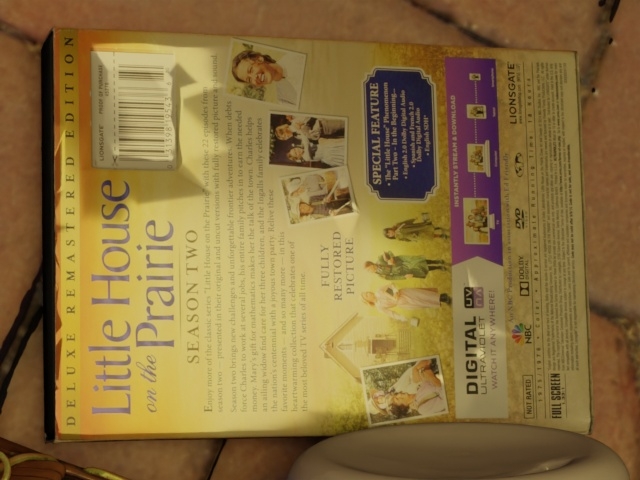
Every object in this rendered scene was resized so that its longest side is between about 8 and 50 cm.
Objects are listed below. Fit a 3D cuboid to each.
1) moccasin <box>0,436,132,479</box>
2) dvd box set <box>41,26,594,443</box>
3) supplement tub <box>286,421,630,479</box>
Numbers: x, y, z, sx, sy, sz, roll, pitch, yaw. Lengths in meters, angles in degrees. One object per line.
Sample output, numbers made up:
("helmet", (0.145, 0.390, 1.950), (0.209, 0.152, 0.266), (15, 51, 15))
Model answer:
("moccasin", (-0.211, 0.208, 1.298), (0.380, 0.147, 0.139), (21, 77, -12))
("dvd box set", (0.000, 0.000, 1.437), (0.421, 0.062, 0.307), (0, 82, -17))
("supplement tub", (0.097, 0.306, 1.309), (0.241, 0.241, 0.331), (-3, 95, -17))
